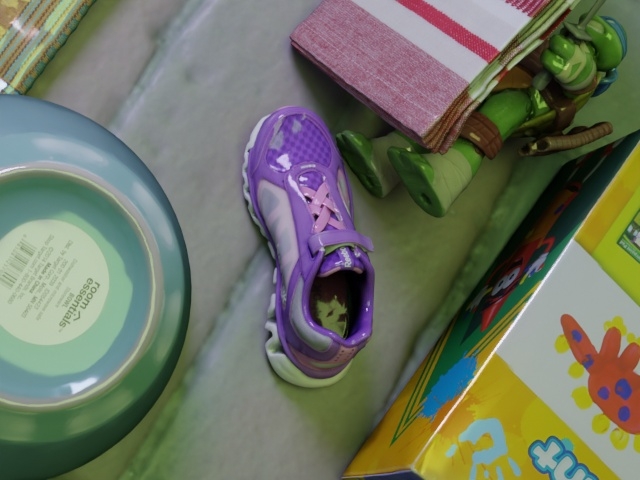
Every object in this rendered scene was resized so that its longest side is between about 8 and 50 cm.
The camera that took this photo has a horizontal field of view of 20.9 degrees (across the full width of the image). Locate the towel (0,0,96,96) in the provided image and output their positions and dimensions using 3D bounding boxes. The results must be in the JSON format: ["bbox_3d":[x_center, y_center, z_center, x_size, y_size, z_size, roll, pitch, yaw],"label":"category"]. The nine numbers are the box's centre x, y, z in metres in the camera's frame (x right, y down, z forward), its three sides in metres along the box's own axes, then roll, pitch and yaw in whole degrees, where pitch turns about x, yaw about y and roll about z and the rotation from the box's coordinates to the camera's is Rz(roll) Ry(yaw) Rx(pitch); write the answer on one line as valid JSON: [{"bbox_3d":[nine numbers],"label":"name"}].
[{"bbox_3d":[-0.289,-0.272,1.392,0.271,0.040,0.370,36,74,-11],"label":"towel"}]

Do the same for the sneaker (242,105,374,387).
[{"bbox_3d":[0.000,0.000,1.434,0.095,0.104,0.236,-5,82,-20],"label":"sneaker"}]

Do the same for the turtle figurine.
[{"bbox_3d":[0.137,-0.162,1.468,0.266,0.275,0.198,-40,62,-17],"label":"turtle figurine"}]

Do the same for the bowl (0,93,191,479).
[{"bbox_3d":[-0.225,0.036,1.294,0.311,0.163,0.312,1,88,-20],"label":"bowl"}]

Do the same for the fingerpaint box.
[{"bbox_3d":[0.305,0.194,1.487,0.445,0.163,0.371,41,69,-10],"label":"fingerpaint box"}]

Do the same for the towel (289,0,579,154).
[{"bbox_3d":[0.140,-0.236,1.415,0.329,0.237,0.037,-47,130,0],"label":"towel"}]
